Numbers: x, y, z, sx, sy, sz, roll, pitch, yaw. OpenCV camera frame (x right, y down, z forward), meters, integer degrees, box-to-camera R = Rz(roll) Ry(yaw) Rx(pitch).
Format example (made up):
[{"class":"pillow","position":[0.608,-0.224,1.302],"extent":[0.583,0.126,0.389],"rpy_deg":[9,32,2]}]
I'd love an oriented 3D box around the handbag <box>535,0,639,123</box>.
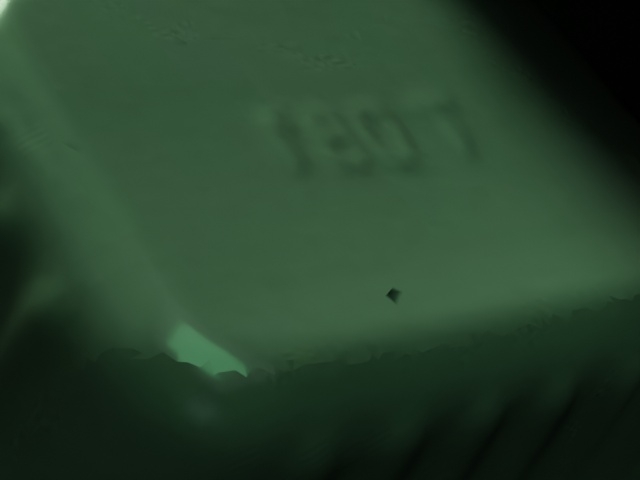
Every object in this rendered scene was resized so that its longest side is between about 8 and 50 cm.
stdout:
[{"class":"handbag","position":[0.149,-0.078,0.576],"extent":[0.247,0.079,0.260],"rpy_deg":[33,1,40]}]

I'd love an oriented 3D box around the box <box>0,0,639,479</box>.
[{"class":"box","position":[0.000,0.000,0.508],"extent":[0.337,0.106,0.264],"rpy_deg":[-8,53,-41]}]
